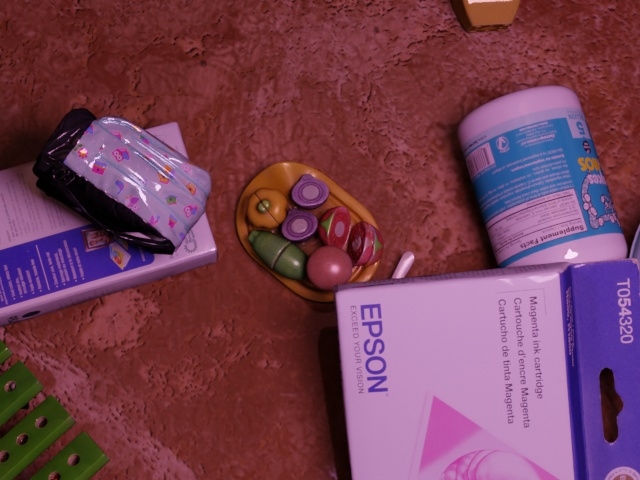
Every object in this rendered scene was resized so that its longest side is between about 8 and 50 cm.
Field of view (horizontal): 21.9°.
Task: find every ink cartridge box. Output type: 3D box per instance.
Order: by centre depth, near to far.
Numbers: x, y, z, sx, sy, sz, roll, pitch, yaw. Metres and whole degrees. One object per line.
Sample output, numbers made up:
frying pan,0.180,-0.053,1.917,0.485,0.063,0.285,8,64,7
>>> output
ink cartridge box,0.191,0.192,1.761,0.330,0.071,0.324,-6,98,3
ink cartridge box,-0.296,-0.009,1.857,0.333,0.065,0.165,-15,78,-9

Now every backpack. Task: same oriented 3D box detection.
backpack,-0.211,-0.064,1.774,0.182,0.152,0.115,33,85,-7

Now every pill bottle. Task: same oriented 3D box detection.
pill bottle,0.256,-0.030,1.852,0.146,0.146,0.264,-14,78,-7

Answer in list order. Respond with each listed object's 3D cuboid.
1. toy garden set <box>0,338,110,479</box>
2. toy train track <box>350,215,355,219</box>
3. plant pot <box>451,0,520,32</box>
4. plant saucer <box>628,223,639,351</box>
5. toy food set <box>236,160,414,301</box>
toy garden set,-0.358,0.236,1.753,0.204,0.049,0.244,-42,51,-10
toy train track,0.039,-0.014,1.903,0.048,0.014,0.083,-43,83,-12
plant pot,0.196,-0.290,1.951,0.081,0.081,0.083,-4,88,-4
plant saucer,0.476,0.066,1.859,0.318,0.044,0.317,3,79,-19
toy food set,0.000,0.000,1.858,0.218,0.071,0.128,38,88,6
